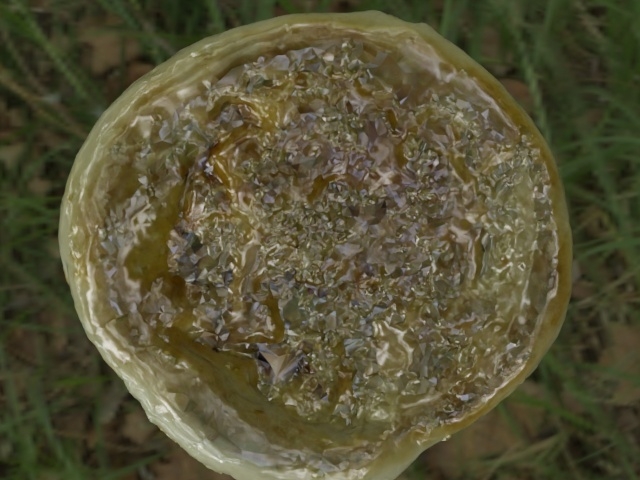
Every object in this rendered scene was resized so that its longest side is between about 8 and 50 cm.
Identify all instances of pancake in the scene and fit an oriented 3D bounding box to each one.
[{"bbox_3d":[0.000,0.001,0.922,0.282,0.049,0.282,1,85,-8],"label":"pancake"}]
